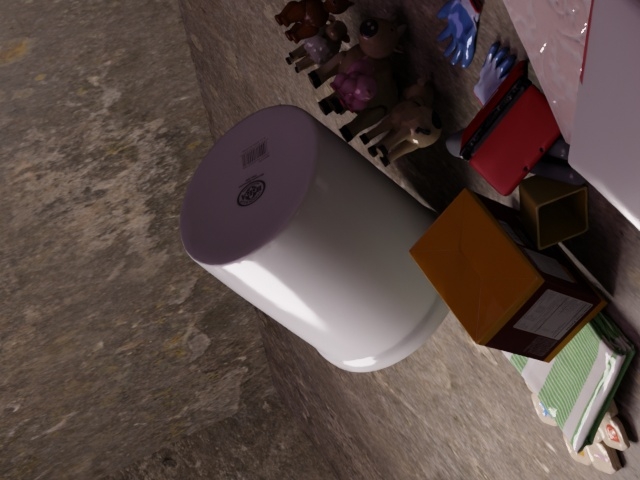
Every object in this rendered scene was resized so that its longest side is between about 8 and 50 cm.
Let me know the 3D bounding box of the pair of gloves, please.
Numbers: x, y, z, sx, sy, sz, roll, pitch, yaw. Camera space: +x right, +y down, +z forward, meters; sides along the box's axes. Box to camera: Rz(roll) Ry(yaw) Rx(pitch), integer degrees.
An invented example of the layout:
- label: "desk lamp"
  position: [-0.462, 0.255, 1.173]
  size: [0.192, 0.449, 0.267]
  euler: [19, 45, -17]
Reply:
- label: "pair of gloves"
  position: [0.229, -0.271, 1.878]
  size: [0.198, 0.023, 0.159]
  euler: [62, 164, 14]

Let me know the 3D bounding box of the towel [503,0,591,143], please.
- label: "towel"
  position: [0.317, -0.284, 1.521]
  size: [0.317, 0.053, 0.332]
  euler: [66, 165, -3]

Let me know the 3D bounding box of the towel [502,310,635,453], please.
- label: "towel"
  position: [0.343, 0.139, 1.986]
  size: [0.325, 0.038, 0.248]
  euler: [54, 148, 37]

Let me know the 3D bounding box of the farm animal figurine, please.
- label: "farm animal figurine"
  position: [0.086, -0.272, 2.113]
  size: [0.330, 0.172, 0.327]
  euler: [55, 175, 8]

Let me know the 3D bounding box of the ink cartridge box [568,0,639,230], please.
- label: "ink cartridge box"
  position: [0.370, -0.162, 1.061]
  size: [0.131, 0.306, 0.226]
  euler: [52, 160, 37]

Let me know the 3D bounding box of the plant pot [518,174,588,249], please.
- label: "plant pot"
  position: [0.319, -0.053, 1.808]
  size: [0.083, 0.081, 0.081]
  euler: [-124, 18, -47]

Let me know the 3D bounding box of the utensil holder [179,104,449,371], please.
- label: "utensil holder"
  position: [0.000, 0.000, 2.174]
  size: [0.385, 0.327, 0.327]
  euler: [36, -174, -39]

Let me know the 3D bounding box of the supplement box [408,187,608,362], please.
- label: "supplement box"
  position: [0.268, 0.052, 1.841]
  size: [0.194, 0.129, 0.191]
  euler: [18, -151, -46]

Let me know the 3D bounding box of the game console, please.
- label: "game console"
  position: [0.264, -0.154, 1.760]
  size: [0.085, 0.144, 0.124]
  euler: [34, -154, -8]

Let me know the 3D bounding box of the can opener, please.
- label: "can opener"
  position: [0.273, -0.122, 1.814]
  size: [0.283, 0.095, 0.076]
  euler: [28, 142, 65]

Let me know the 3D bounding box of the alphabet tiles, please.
- label: "alphabet tiles"
  position: [0.398, 0.234, 2.067]
  size: [0.284, 0.021, 0.278]
  euler: [69, 164, -8]
